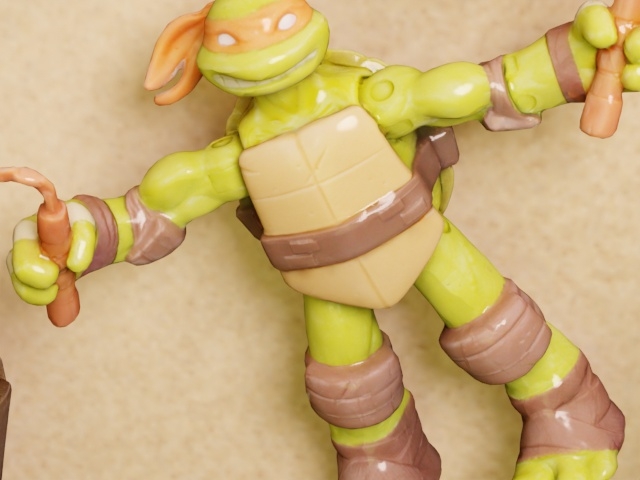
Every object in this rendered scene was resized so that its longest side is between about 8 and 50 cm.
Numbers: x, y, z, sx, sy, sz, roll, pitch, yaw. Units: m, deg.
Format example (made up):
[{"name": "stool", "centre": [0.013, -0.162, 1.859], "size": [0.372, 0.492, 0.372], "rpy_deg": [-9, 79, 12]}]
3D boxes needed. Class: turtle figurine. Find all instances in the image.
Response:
[{"name": "turtle figurine", "centre": [0.000, 0.000, 0.631], "size": [0.270, 0.087, 0.217], "rpy_deg": [-23, 117, 6]}]

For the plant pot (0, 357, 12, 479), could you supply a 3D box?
[{"name": "plant pot", "centre": [-0.182, 0.113, 0.668], "size": [0.167, 0.167, 0.165], "rpy_deg": [14, 107, 0]}]
